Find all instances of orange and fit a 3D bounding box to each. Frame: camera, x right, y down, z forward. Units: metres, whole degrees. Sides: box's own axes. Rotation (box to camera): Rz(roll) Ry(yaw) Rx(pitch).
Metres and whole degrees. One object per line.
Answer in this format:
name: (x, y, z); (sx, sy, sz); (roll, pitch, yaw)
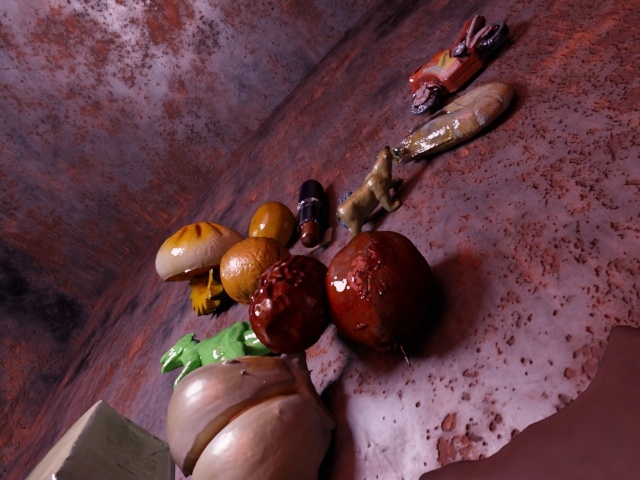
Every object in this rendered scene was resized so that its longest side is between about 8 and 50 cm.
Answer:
orange: (-0.160, 0.082, 1.142); (0.193, 0.193, 0.161); (-34, 55, 31)
orange: (-0.141, -0.038, 1.339); (0.156, 0.124, 0.156); (-42, 37, 44)

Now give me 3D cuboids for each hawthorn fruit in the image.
hawthorn fruit: (0.100, 0.093, 0.719); (0.181, 0.181, 0.235); (-40, 38, 21)

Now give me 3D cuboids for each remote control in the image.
remote control: (0.069, -0.078, 1.159); (0.043, 0.027, 0.152); (-45, 23, 25)

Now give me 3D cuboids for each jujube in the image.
jujube: (-0.046, 0.112, 0.803); (0.155, 0.155, 0.230); (-46, 5, 10)

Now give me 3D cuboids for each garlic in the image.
garlic: (-0.135, 0.338, 0.760); (0.313, 0.286, 0.249); (-38, -17, 13)

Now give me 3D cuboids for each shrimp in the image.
shrimp: (0.281, -0.261, 1.015); (0.317, 0.077, 0.168); (-21, 28, 40)

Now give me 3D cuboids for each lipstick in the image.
lipstick: (-0.025, -0.077, 1.241); (0.081, 0.081, 0.299); (-40, 25, 21)

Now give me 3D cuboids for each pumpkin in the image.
pumpkin: (-0.311, 0.158, 1.410); (0.254, 0.149, 0.130); (-27, 73, 54)

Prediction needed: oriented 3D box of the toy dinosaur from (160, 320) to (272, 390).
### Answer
toy dinosaur: (-0.158, 0.213, 1.070); (0.500, 0.143, 0.374); (-39, 24, -9)

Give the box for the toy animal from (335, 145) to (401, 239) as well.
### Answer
toy animal: (0.115, -0.104, 1.028); (0.218, 0.101, 0.103); (-47, 24, 7)

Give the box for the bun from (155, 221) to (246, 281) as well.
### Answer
bun: (-0.375, 0.027, 1.436); (0.299, 0.299, 0.164); (-20, 79, 47)

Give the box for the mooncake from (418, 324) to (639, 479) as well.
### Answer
mooncake: (0.230, 0.227, 0.306); (0.325, 0.174, 0.334); (-56, 22, -19)

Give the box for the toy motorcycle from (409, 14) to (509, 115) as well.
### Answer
toy motorcycle: (0.332, -0.445, 1.146); (0.298, 0.089, 0.171); (-43, 25, 15)

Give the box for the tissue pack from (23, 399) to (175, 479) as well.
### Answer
tissue pack: (-0.418, 0.491, 0.659); (0.405, 0.205, 0.332); (-50, 11, -11)

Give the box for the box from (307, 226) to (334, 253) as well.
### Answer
box: (0.000, 0.000, 1.179); (0.083, 0.012, 0.046); (-33, 29, 35)
